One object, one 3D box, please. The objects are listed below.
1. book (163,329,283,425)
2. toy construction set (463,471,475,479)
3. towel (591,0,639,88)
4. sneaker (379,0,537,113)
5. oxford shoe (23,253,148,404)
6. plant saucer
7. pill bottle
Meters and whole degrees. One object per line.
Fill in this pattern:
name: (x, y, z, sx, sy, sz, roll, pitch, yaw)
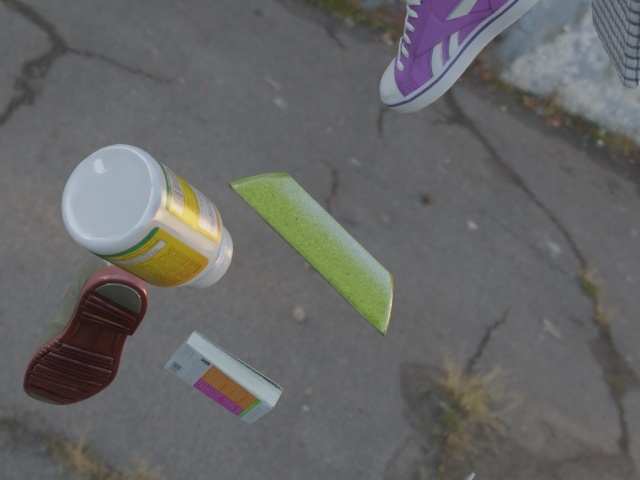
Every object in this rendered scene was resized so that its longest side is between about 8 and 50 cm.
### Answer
book: (-0.134, 0.189, 1.514, 0.144, 0.096, 0.035, 36, 52, -7)
toy construction set: (0.165, 0.358, 1.248, 0.257, 0.309, 0.237, 28, 56, 27)
towel: (0.469, -0.381, 1.592, 0.121, 0.235, 0.284, -4, 34, 2)
sneaker: (0.118, -0.270, 1.286, 0.161, 0.282, 0.102, 24, 45, -22)
oxford shoe: (-0.346, 0.125, 1.691, 0.123, 0.348, 0.130, 24, 40, -24)
plant saucer: (0.000, 0.000, 1.045, 0.188, 0.045, 0.188, 44, 0, -2)
pill bottle: (-0.177, -0.015, 1.214, 0.117, 0.117, 0.208, 51, 6, 27)
